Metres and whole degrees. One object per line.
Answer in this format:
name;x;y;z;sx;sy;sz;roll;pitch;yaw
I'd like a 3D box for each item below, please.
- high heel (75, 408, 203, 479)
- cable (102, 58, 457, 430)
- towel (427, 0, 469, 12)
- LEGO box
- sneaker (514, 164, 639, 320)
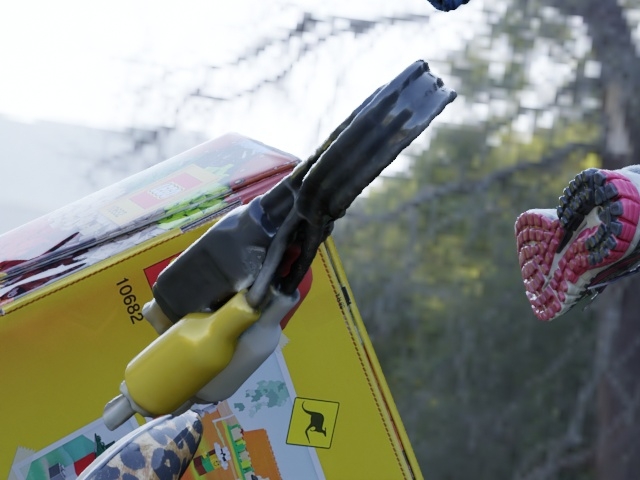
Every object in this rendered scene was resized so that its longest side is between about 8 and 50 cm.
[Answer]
high heel;-0.090;0.224;1.131;0.186;0.261;0.093;36;-40;5
cable;0.000;0.000;0.917;0.139;0.072;0.287;-35;-1;-42
towel;0.080;-0.166;0.945;0.067;0.119;0.029;44;-22;8
LEGO box;-0.121;0.216;1.632;0.372;0.500;0.193;-25;17;-14
sneaker;0.292;0.005;2.058;0.112;0.121;0.299;-10;-12;-20
